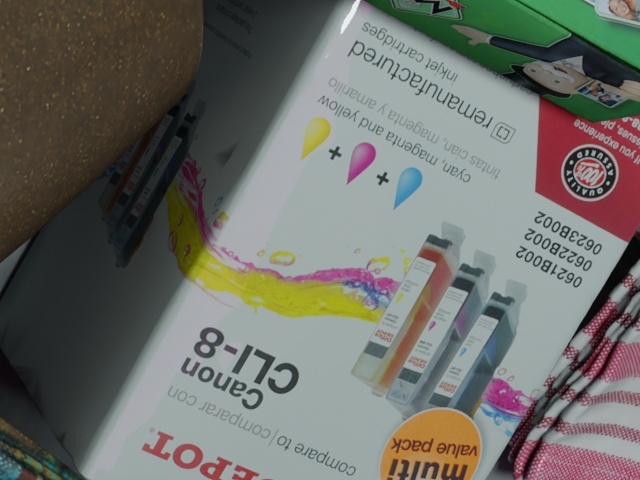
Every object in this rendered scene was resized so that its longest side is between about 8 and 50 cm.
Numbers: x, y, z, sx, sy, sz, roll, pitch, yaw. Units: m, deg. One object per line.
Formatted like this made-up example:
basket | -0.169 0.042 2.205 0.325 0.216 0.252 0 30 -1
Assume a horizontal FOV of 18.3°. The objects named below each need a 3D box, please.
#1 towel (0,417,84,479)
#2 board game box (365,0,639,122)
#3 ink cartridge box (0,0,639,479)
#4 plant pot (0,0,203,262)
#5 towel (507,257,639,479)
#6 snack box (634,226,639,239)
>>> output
towel | -0.095 0.214 0.664 0.271 0.040 0.370 -37 121 19
board game box | 0.046 -0.219 0.546 0.213 0.046 0.317 25 72 -26
ink cartridge box | 0.000 0.000 0.630 0.128 0.127 0.176 26 98 -28
plant pot | -0.155 -0.049 0.525 0.230 0.215 0.215 -25 116 -28
towel | 0.176 0.037 0.732 0.144 0.029 0.197 20 122 -27
snack box | 0.193 -0.024 0.749 0.141 0.037 0.100 21 101 -27
